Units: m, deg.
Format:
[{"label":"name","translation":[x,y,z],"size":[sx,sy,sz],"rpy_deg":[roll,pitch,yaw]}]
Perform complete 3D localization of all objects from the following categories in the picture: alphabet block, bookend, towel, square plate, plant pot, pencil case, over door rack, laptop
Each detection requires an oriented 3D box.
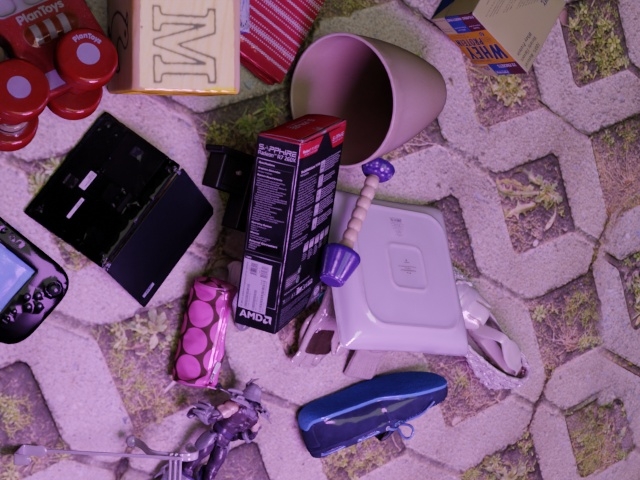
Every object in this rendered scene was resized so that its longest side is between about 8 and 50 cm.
[{"label":"alphabet block","translation":[-0.255,-0.351,1.748],"size":[0.194,0.192,0.197],"rpy_deg":[-2,96,-23]},{"label":"bookend","translation":[-0.157,-0.088,1.929],"size":[0.157,0.072,0.156],"rpy_deg":[18,86,-33]},{"label":"towel","translation":[-0.097,-0.461,1.947],"size":[0.199,0.031,0.274],"rpy_deg":[34,75,-30]},{"label":"square plate","translation":[0.162,0.061,2.080],"size":[0.347,0.049,0.343],"rpy_deg":[8,65,-37]},{"label":"plant pot","translation":[0.123,-0.288,2.010],"size":[0.274,0.257,0.256],"rpy_deg":[-16,105,-49]},{"label":"pencil case","translation":[-0.213,0.174,1.910],"size":[0.095,0.098,0.209],"rpy_deg":[9,90,-34]},{"label":"over door rack","translation":[-0.389,0.479,1.821],"size":[0.324,0.108,0.239],"rpy_deg":[2,95,-13]},{"label":"laptop","translation":[-0.356,-0.053,1.837],"size":[0.264,0.136,0.234],"rpy_deg":[36,74,-5]}]

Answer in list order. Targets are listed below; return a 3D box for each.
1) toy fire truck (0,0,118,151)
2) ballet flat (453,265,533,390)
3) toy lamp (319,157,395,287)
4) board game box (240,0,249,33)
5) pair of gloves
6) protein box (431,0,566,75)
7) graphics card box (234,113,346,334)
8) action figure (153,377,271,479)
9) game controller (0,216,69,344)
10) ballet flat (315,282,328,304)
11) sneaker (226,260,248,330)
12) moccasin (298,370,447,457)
[{"label":"toy fire truck","translation":[-0.492,-0.307,1.645],"size":[0.302,0.169,0.253],"rpy_deg":[-32,88,-27]},{"label":"ballet flat","translation":[0.355,0.189,2.271],"size":[0.147,0.147,0.409],"rpy_deg":[-51,119,-18]},{"label":"toy lamp","translation":[0.067,-0.035,1.974],"size":[0.080,0.080,0.274],"rpy_deg":[40,59,-31]},{"label":"board game box","translation":[-0.158,-0.431,1.853],"size":[0.090,0.020,0.090],"rpy_deg":[-7,98,-68]},{"label":"pair of gloves","translation":[0.069,0.196,2.085],"size":[0.240,0.042,0.204],"rpy_deg":[20,111,-36]},{"label":"protein box","translation":[0.390,-0.500,2.201],"size":[0.201,0.136,0.199],"rpy_deg":[38,74,-31]},{"label":"graphics card box","translation":[-0.054,-0.037,1.877],"size":[0.233,0.094,0.370],"rpy_deg":[-38,138,-63]},{"label":"action figure","translation":[-0.200,0.381,1.934],"size":[0.185,0.099,0.285],"rpy_deg":[41,80,-42]},{"label":"game controller","translation":[-0.574,0.034,1.671],"size":[0.319,0.067,0.166],"rpy_deg":[44,72,-29]},{"label":"ballet flat","translation":[0.083,0.104,2.113],"size":[0.241,0.077,0.091],"rpy_deg":[9,135,-31]},{"label":"sneaker","translation":[-0.153,0.106,1.972],"size":[0.054,0.061,0.152],"rpy_deg":[-21,127,-38]},{"label":"moccasin","translation":[0.112,0.368,2.151],"size":[0.342,0.138,0.116],"rpy_deg":[-12,107,-18]}]
